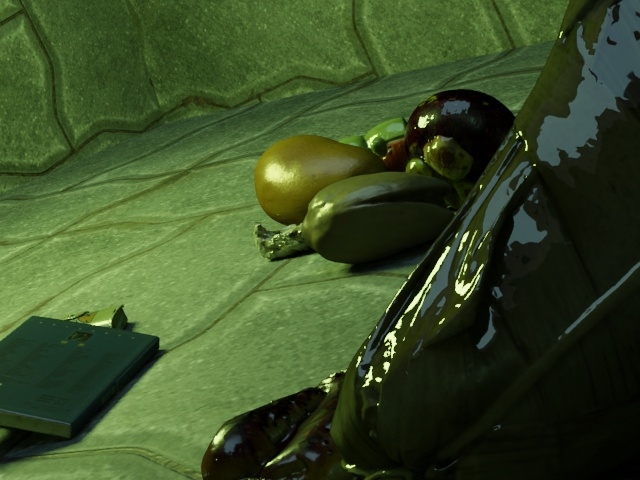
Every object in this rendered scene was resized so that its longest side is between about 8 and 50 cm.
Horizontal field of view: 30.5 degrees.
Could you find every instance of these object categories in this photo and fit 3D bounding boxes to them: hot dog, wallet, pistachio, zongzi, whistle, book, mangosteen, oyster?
[{"bbox_3d":[0.016,0.165,1.047,0.163,0.081,0.270,0,20,46],"label":"hot dog"},{"bbox_3d":[-0.366,0.135,1.725,0.155,0.039,0.110,-15,15,6],"label":"wallet"},{"bbox_3d":[0.083,-0.034,1.693,0.226,0.135,0.136,-11,13,0],"label":"pistachio"},{"bbox_3d":[0.125,-0.033,0.913,0.500,0.466,0.218,-22,-7,-13],"label":"zongzi"},{"bbox_3d":[0.128,-0.158,2.140,0.289,0.106,0.131,-17,-19,10],"label":"whistle"},{"bbox_3d":[-0.340,0.165,1.476,0.191,0.025,0.269,8,19,12],"label":"book"},{"bbox_3d":[0.213,-0.124,1.821,0.192,0.192,0.217,-2,58,47],"label":"mangosteen"},{"bbox_3d":[0.001,-0.004,1.848,0.200,0.061,0.106,-2,2,41],"label":"oyster"}]

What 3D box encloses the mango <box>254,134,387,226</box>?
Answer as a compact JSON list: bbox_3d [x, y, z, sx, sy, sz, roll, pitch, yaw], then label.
[{"bbox_3d":[-0.010,-0.097,2.002,0.254,0.139,0.175,14,61,48],"label":"mango"}]
